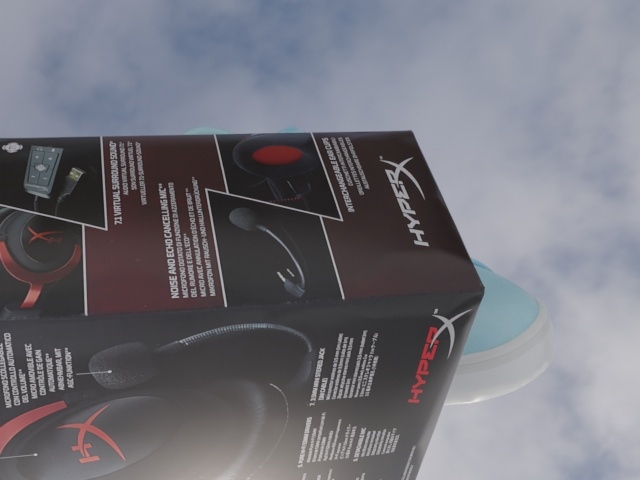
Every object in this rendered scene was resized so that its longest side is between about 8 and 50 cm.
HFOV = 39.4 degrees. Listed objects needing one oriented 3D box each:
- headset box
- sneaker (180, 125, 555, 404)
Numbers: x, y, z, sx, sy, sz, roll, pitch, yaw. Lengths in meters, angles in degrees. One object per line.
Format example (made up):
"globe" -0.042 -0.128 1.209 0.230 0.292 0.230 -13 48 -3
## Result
"headset box" -0.101 0.067 0.409 0.293 0.110 0.218 -3 -46 -13
"sneaker" 0.000 0.000 0.661 0.135 0.365 0.150 -40 -49 -32
